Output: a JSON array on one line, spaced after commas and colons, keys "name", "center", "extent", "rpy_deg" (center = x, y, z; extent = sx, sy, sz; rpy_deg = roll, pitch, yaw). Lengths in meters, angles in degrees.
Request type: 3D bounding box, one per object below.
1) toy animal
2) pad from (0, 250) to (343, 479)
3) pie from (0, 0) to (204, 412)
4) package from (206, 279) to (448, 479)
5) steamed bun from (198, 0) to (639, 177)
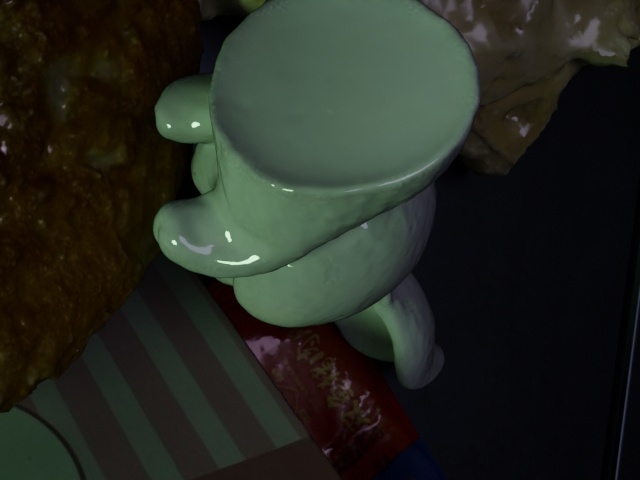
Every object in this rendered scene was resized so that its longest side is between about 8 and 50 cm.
[{"name": "toy animal", "center": [-0.001, -0.003, 0.536], "extent": [0.131, 0.221, 0.103], "rpy_deg": [-20, 62, -7]}, {"name": "pad", "center": [-0.156, 0.083, 0.454], "extent": [0.300, 0.202, 0.005], "rpy_deg": [-16, 136, -26]}, {"name": "pie", "center": [-0.154, -0.074, 0.437], "extent": [0.315, 0.092, 0.315], "rpy_deg": [18, 68, -52]}, {"name": "package", "center": [0.010, 0.097, 0.611], "extent": [0.083, 0.022, 0.200], "rpy_deg": [-37, 101, -24]}, {"name": "steamed bun", "center": [0.072, -0.179, 0.600], "extent": [0.292, 0.137, 0.295], "rpy_deg": [-13, 90, -30]}]
